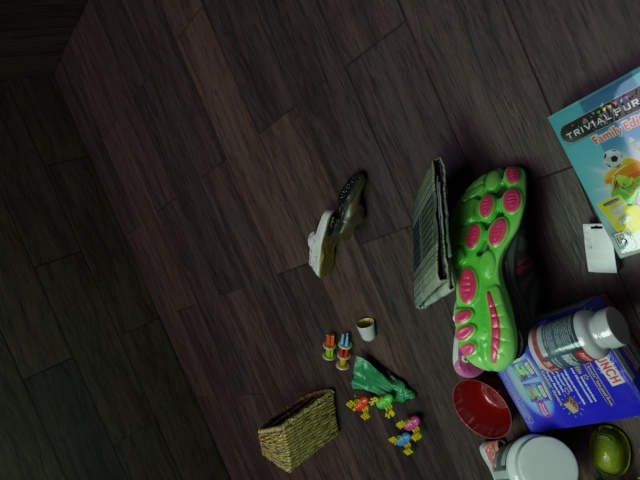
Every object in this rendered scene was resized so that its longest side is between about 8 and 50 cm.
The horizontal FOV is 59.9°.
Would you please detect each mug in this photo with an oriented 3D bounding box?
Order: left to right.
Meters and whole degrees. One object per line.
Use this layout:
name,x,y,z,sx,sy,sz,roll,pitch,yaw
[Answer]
mug,0.160,0.302,1.883,0.062,0.078,0.064,-10,113,17

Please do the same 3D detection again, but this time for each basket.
basket,-0.099,0.698,2.165,0.213,0.299,0.223,16,122,44

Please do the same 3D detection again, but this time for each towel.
towel,0.281,-0.005,1.392,0.324,0.056,0.312,89,-177,-73

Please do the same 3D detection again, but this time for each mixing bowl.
mixing bowl,0.476,0.451,1.566,0.181,0.098,0.181,24,126,38

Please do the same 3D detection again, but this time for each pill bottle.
pill bottle,0.545,0.582,1.416,0.161,0.161,0.283,47,168,21
pill bottle,0.547,0.207,1.177,0.180,0.108,0.108,-37,81,46

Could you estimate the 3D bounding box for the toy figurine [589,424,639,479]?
toy figurine,0.677,0.649,1.294,0.191,0.217,0.363,9,101,47

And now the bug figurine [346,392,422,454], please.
bug figurine,0.235,0.606,1.897,0.279,0.072,0.216,41,141,1

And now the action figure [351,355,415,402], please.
action figure,0.219,0.489,1.895,0.232,0.063,0.137,18,120,33

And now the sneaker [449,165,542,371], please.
sneaker,0.420,0.062,1.321,0.185,0.202,0.483,1,81,41

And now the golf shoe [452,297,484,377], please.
golf shoe,0.395,0.214,1.429,0.115,0.306,0.140,29,153,-8

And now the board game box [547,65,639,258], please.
board game box,0.646,-0.161,1.092,0.253,0.079,0.336,-30,86,50

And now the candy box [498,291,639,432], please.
candy box,0.597,0.302,1.343,0.317,0.122,0.268,-36,79,51

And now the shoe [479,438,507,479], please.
shoe,0.544,0.668,1.625,0.178,0.063,0.081,60,145,14

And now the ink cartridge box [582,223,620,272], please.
ink cartridge box,0.627,0.014,1.239,0.063,0.029,0.115,0,108,48

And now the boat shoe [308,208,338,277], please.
boat shoe,0.000,0.000,1.866,0.096,0.098,0.277,36,133,29

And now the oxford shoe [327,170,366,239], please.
oxford shoe,0.102,-0.107,1.726,0.083,0.096,0.227,-110,38,-61

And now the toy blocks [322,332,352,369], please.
toy blocks,0.062,0.382,2.021,0.123,0.054,0.148,29,128,35
